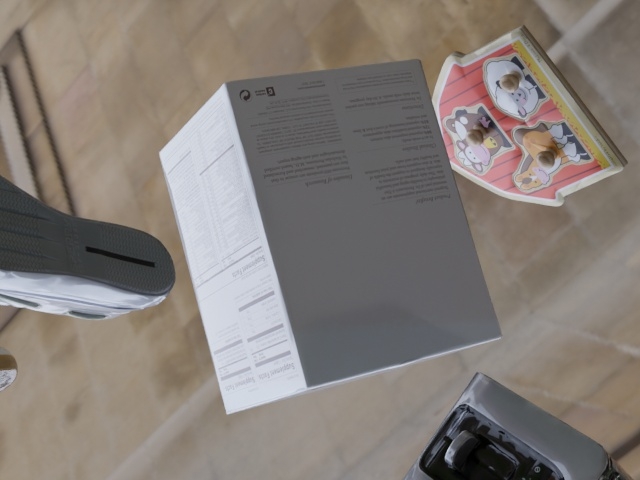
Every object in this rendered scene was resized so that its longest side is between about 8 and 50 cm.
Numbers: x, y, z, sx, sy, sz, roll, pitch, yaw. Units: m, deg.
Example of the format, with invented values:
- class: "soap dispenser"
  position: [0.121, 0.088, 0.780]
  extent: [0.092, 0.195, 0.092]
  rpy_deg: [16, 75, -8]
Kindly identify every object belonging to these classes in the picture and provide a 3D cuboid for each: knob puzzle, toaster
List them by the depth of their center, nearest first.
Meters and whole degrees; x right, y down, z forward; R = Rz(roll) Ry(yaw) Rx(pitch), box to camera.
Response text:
- class: "toaster"
  position: [0.109, 0.185, 0.655]
  extent: [0.110, 0.168, 0.186]
  rpy_deg: [34, 176, 36]
- class: "knob puzzle"
  position: [0.183, -0.106, 1.123]
  extent: [0.213, 0.213, 0.030]
  rpy_deg: [45, -124, -2]

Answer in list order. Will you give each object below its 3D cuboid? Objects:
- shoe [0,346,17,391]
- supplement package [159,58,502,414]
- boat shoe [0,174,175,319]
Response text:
- class: "shoe"
  position: [-0.347, 0.126, 0.995]
  extent: [0.077, 0.219, 0.058]
  rpy_deg: [-8, -104, -50]
- class: "supplement package"
  position: [0.000, 0.000, 1.020]
  extent: [0.199, 0.198, 0.262]
  rpy_deg: [-11, -99, -27]
- class: "boat shoe"
  position: [-0.206, 0.014, 0.744]
  extent: [0.226, 0.076, 0.083]
  rpy_deg: [24, -136, -37]
